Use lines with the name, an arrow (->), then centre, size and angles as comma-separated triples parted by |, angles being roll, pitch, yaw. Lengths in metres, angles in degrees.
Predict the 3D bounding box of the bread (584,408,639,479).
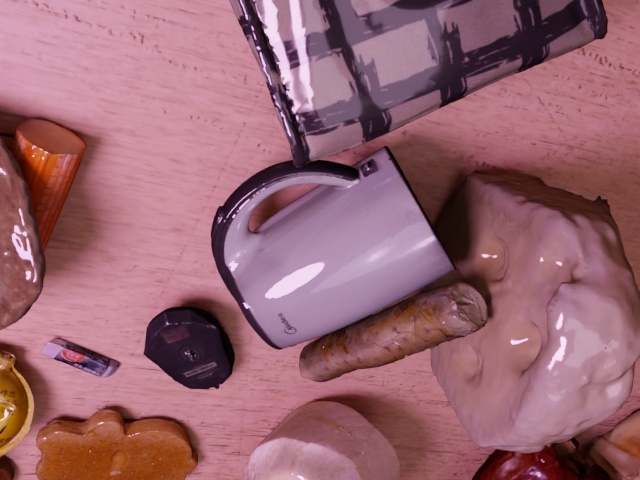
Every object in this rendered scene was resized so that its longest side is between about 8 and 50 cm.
bread -> 0.626, 0.361, 1.108 | 0.388, 0.183, 0.236 | -44, 123, 15

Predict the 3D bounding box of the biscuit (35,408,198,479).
biscuit -> -0.286, 0.302, 0.962 | 0.225, 0.036, 0.166 | 3, 121, -17

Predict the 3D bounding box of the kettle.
kettle -> 0.000, 0.000, 0.761 | 0.236, 0.161, 0.221 | -29, 126, 10

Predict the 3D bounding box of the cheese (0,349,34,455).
cheese -> -0.455, 0.243, 0.845 | 0.156, 0.064, 0.250 | 23, 96, -15

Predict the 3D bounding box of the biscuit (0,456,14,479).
biscuit -> -0.489, 0.308, 0.927 | 0.124, 0.026, 0.175 | 7, 120, -18

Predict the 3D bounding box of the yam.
yam -> 0.073, 0.118, 0.817 | 0.071, 0.067, 0.317 | 6, 156, -34

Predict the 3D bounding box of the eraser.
eraser -> -0.311, 0.154, 0.873 | 0.099, 0.019, 0.027 | 31, 111, -26

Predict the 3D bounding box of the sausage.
sausage -> -0.329, -0.016, 0.732 | 0.071, 0.071, 0.234 | 21, 115, -23

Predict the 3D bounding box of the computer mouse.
computer mouse -> -0.168, 0.136, 0.873 | 0.099, 0.057, 0.172 | -21, 135, -1

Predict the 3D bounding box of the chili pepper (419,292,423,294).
chili pepper -> 0.234, 0.092, 0.934 | 0.201, 0.052, 0.050 | -7, 137, -7

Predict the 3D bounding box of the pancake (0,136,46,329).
pancake -> -0.374, -0.018, 0.687 | 0.222, 0.042, 0.236 | -40, 89, 19

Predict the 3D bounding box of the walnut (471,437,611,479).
walnut -> 0.364, 0.441, 1.099 | 0.244, 0.221, 0.269 | 7, 116, -53

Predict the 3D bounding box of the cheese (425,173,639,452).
cheese -> 0.223, 0.069, 0.763 | 0.115, 0.326, 0.318 | 2, 159, -16

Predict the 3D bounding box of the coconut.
coconut -> 0.008, 0.334, 0.955 | 0.202, 0.222, 0.202 | 5, 102, 24

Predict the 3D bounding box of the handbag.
handbag -> 0.059, -0.276, 0.603 | 0.325, 0.162, 0.327 | -23, 118, 0
